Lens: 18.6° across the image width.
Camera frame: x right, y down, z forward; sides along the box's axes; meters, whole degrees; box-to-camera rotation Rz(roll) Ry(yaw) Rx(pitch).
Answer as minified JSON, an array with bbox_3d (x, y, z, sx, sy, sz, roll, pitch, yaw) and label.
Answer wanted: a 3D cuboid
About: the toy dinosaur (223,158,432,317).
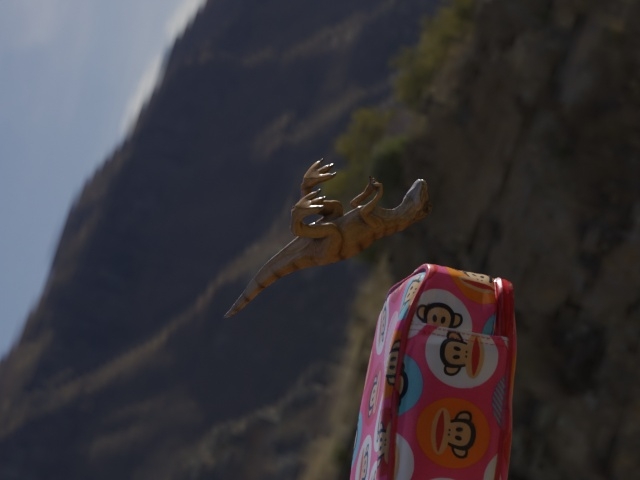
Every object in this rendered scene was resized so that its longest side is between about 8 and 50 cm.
[{"bbox_3d":[0.000,0.000,1.678,0.064,0.211,0.112,-116,2,-52],"label":"toy dinosaur"}]

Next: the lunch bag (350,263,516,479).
[{"bbox_3d":[0.091,0.183,1.806,0.258,0.120,0.293,127,153,-72],"label":"lunch bag"}]
